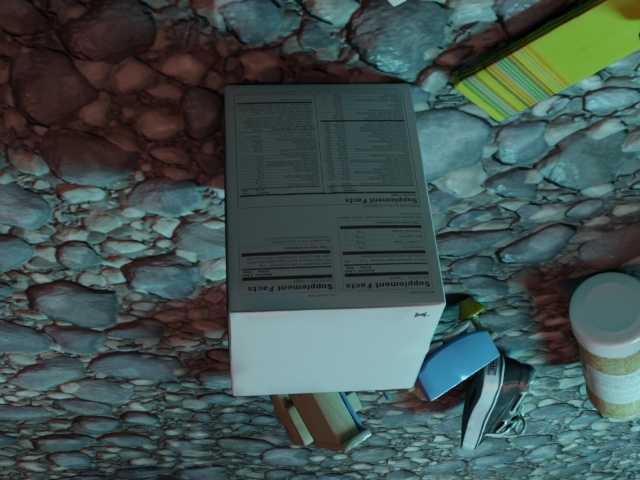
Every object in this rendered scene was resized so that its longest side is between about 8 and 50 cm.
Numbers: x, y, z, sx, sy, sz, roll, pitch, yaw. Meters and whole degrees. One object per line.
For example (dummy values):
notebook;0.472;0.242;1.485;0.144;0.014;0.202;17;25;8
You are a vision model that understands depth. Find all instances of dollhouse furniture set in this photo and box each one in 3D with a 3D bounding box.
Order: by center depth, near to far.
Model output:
dollhouse furniture set;0.075;0.163;1.424;0.303;0.198;0.286;-28;180;-21

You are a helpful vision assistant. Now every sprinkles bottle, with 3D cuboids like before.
sprinkles bottle;0.473;0.178;1.444;0.121;0.121;0.355;-13;148;14

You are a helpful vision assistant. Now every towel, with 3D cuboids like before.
towel;0.254;-0.194;0.896;0.237;0.021;0.102;-27;148;30

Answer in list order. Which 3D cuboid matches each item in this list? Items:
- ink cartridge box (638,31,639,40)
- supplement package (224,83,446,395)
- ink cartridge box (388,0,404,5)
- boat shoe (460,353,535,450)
ink cartridge box;0.420;-0.184;0.801;0.231;0.134;0.078;-12;150;0
supplement package;0.000;0.000;0.943;0.198;0.263;0.199;-2;149;-6
ink cartridge box;0.090;-0.267;0.704;0.150;0.063;0.109;-23;145;28
boat shoe;0.320;0.299;1.636;0.105;0.113;0.306;10;140;4
